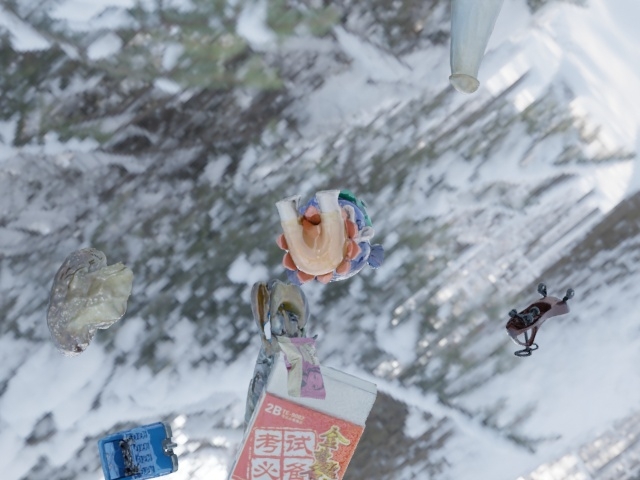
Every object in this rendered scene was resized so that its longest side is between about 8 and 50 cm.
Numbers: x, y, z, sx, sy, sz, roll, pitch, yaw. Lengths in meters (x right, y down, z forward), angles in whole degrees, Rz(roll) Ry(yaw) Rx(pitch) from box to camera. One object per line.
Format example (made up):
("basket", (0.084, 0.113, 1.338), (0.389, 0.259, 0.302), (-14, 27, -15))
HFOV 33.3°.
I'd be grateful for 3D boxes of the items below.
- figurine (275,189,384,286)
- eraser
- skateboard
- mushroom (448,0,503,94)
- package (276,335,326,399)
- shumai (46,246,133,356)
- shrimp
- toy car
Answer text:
("figurine", (0.000, 0.000, 1.138), (0.195, 0.111, 0.102), (-17, -80, -79))
("eraser", (-0.029, 0.290, 1.576), (0.157, 0.230, 0.038), (20, -162, -7))
("skateboard", (0.362, 0.135, 1.794), (0.067, 0.151, 0.080), (12, 121, 45))
("mushroom", (0.304, -0.426, 2.113), (0.103, 0.270, 0.118), (7, -163, 5))
("package", (-0.023, 0.155, 1.313), (0.059, 0.029, 0.083), (9, -123, -36))
("shumai", (-0.296, 0.087, 1.380), (0.105, 0.139, 0.123), (26, 153, 20))
("shrimp", (-0.072, 0.280, 1.902), (0.110, 0.446, 0.221), (-11, -159, -34))
("toy car", (-0.341, 0.388, 1.932), (0.100, 0.191, 0.097), (-4, -103, -44))
